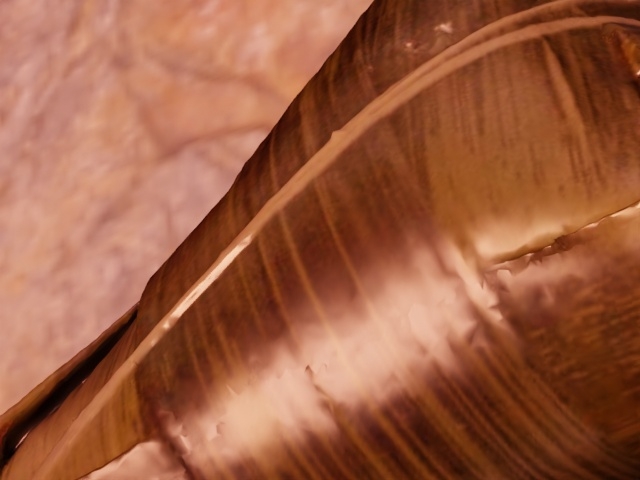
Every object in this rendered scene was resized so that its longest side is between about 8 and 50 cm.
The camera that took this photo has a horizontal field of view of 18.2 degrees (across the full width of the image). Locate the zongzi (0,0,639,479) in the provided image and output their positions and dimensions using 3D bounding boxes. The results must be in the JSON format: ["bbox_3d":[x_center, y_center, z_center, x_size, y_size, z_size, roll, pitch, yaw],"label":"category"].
[{"bbox_3d":[0.000,0.000,0.546,0.248,0.111,0.241,-32,37,19],"label":"zongzi"}]
